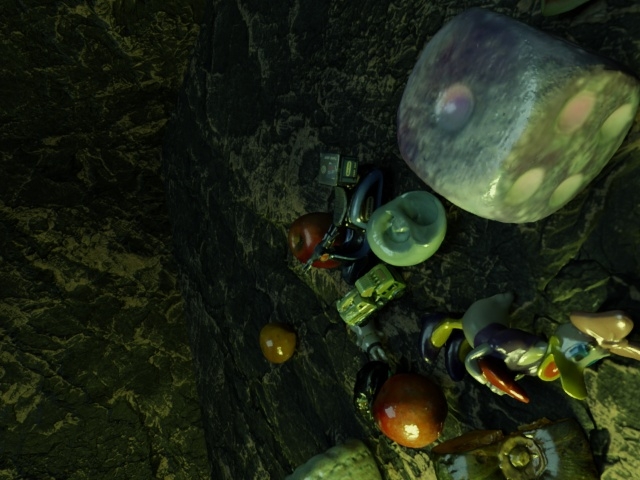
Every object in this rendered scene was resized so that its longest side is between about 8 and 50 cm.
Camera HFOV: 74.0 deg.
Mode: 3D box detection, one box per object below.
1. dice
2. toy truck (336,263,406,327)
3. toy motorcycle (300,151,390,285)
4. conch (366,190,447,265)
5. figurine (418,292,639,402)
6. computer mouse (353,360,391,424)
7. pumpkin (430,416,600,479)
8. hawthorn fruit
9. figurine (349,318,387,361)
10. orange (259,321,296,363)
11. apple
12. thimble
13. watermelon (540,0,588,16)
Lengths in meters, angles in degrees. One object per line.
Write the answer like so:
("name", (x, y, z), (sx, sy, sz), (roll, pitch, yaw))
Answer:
("dice", (0.315, -0.208, 0.719), (0.270, 0.271, 0.270), (55, 134, 40))
("toy truck", (0.121, 0.143, 1.121), (0.191, 0.116, 0.085), (-43, 51, 15))
("toy motorcycle", (0.069, -0.048, 1.148), (0.125, 0.212, 0.360), (20, 108, 53))
("conch", (0.212, -0.029, 1.017), (0.221, 0.120, 0.185), (13, 98, 48))
("figurine", (0.364, 0.191, 0.787), (0.193, 0.154, 0.420), (-60, 21, -15))
("computer mouse", (0.131, 0.393, 1.116), (0.077, 0.147, 0.242), (15, 139, 27))
("pumpkin", (0.369, 0.444, 0.839), (0.280, 0.190, 0.140), (-20, 68, 10))
("hawthorn fruit", (0.206, 0.398, 0.999), (0.172, 0.172, 0.173), (4, 94, 56))
("figurine", (0.143, 0.279, 1.198), (0.146, 0.081, 0.098), (65, -176, 24))
("orange", (-0.158, 0.381, 1.596), (0.154, 0.134, 0.155), (164, 90, -76))
("apple", (0.000, 0.000, 1.299), (0.180, 0.168, 0.181), (5, 97, 50))
("thimble", (0.042, 0.708, 1.181), (0.195, 0.291, 0.292), (59, 137, 35))
("watermelon", (0.432, -0.470, 0.702), (0.193, 0.137, 0.146), (54, 168, 41))
